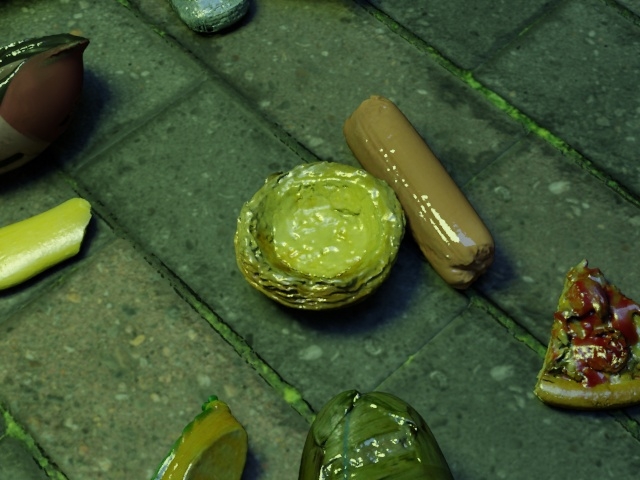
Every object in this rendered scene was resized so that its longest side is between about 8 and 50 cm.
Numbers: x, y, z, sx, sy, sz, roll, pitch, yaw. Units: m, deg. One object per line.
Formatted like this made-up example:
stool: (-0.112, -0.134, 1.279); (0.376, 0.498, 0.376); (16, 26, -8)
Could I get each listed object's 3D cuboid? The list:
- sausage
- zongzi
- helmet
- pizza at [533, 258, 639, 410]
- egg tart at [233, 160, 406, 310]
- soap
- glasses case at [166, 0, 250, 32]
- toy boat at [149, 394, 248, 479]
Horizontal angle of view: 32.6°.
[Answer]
sausage: (0.120, -0.066, 1.360); (0.086, 0.086, 0.289); (-24, 59, -13)
zongzi: (-0.020, 0.336, 1.073); (0.360, 0.160, 0.323); (-22, 53, -4)
helmet: (-0.408, -0.165, 1.407); (0.253, 0.154, 0.198); (-17, 19, -19)
pizza: (0.319, 0.103, 1.262); (0.201, 0.053, 0.193); (-18, 58, -9)
egg tart: (-0.001, 0.001, 1.319); (0.213, 0.090, 0.212); (0, 57, 0)
soap: (-0.357, 0.007, 1.360); (0.168, 0.033, 0.089); (-23, 61, -12)
glasses case: (-0.201, -0.412, 1.609); (0.109, 0.067, 0.282); (-28, 62, -12)
toy boat: (-0.149, 0.264, 1.165); (0.088, 0.089, 0.229); (-4, 45, 45)
